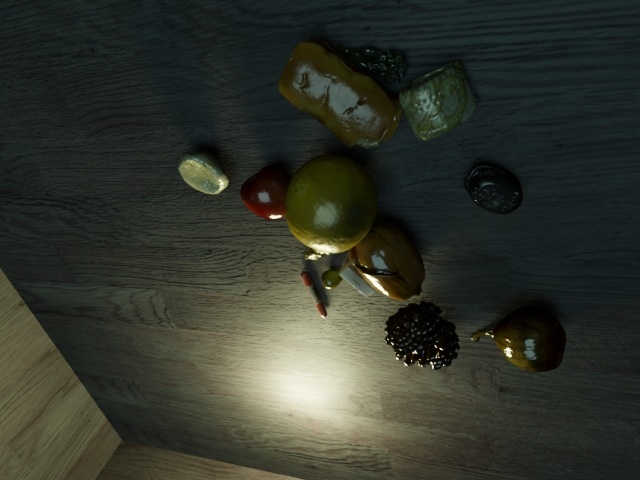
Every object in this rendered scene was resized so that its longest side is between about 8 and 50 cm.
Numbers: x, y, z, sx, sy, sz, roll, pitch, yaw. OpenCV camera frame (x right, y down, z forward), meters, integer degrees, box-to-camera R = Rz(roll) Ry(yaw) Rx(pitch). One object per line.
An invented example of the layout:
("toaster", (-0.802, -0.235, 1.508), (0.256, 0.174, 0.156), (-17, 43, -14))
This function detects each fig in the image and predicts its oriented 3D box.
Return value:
("fig", (0.048, 0.142, 1.633), (0.088, 0.074, 0.074), (-27, 113, 14))
("fig", (0.652, 0.335, 1.490), (0.321, 0.217, 0.217), (-11, 122, 50))

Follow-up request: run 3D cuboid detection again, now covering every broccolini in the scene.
("broccolini", (0.133, -0.474, 1.163), (0.203, 0.068, 0.091), (15, 147, 11))

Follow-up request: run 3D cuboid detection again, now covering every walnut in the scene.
("walnut", (0.238, 0.082, 1.443), (0.209, 0.209, 0.336), (-29, 117, 34))

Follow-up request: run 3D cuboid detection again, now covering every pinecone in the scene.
("pinecone", (0.378, 0.358, 1.565), (0.246, 0.246, 0.292), (-28, 126, 33))

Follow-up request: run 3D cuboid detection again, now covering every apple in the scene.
("apple", (-0.166, -0.153, 1.432), (0.181, 0.181, 0.168), (-21, 117, 31))

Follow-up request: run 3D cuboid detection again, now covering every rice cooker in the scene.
("rice cooker", (0.496, -0.146, 1.241), (0.165, 0.106, 0.112), (22, 133, -9))

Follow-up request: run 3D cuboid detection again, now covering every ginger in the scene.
("ginger", (0.011, 0.002, 1.536), (0.115, 0.081, 0.205), (23, 128, 12))

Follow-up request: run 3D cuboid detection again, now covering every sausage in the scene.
("sausage", (-0.025, 0.216, 1.733), (0.034, 0.034, 0.253), (-11, 120, 26))

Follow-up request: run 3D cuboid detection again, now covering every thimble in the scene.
("thimble", (0.311, -0.364, 1.132), (0.190, 0.137, 0.143), (-27, 113, 8))

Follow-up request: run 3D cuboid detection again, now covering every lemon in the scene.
("lemon", (0.032, -0.111, 1.316), (0.297, 0.297, 0.297), (10, 127, 13))

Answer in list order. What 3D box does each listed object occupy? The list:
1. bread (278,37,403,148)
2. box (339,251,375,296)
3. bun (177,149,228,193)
("bread", (0.058, -0.389, 1.190), (0.344, 0.149, 0.195), (34, 135, -6))
("box", (0.143, 0.109, 1.533), (0.130, 0.129, 0.051), (40, 128, -10))
("bun", (-0.393, -0.248, 1.493), (0.183, 0.102, 0.183), (16, 146, 11))
